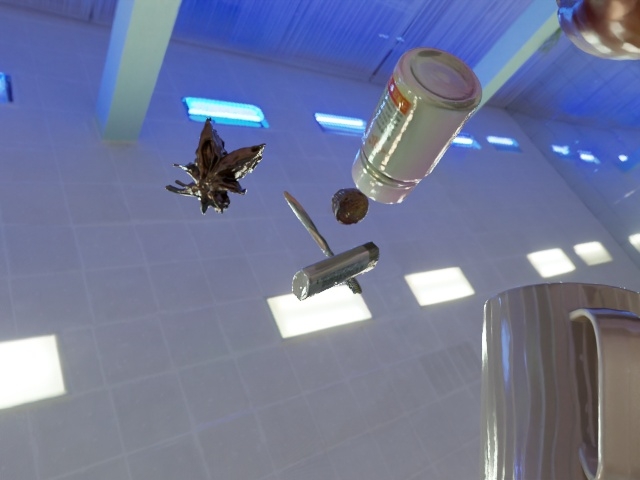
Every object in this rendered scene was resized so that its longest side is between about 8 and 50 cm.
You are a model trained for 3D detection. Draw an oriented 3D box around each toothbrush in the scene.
[{"bbox_3d":[0.000,0.000,1.275,0.037,0.028,0.375,-10,-121,-54],"label":"toothbrush"}]

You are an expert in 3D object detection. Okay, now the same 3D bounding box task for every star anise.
[{"bbox_3d":[-0.293,-0.177,1.179,0.148,0.346,0.237,-18,-89,-53],"label":"star anise"}]

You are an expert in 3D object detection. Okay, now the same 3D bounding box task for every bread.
[{"bbox_3d":[0.066,-0.073,1.000,0.085,0.085,0.053,16,-159,-26],"label":"bread"}]

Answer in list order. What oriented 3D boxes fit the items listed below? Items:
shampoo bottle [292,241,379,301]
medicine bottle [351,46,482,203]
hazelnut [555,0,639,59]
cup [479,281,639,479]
[{"bbox_3d":[0.040,0.067,1.034,0.227,0.086,0.056,-20,-124,-39],"label":"shampoo bottle"},{"bbox_3d":[0.232,-0.282,1.189,0.219,0.388,0.219,7,-122,-11],"label":"medicine bottle"},{"bbox_3d":[0.618,-0.498,0.824,0.359,0.359,0.409,41,-154,-1],"label":"hazelnut"},{"bbox_3d":[0.273,0.193,0.505,0.288,0.208,0.273,33,-122,-40],"label":"cup"}]
